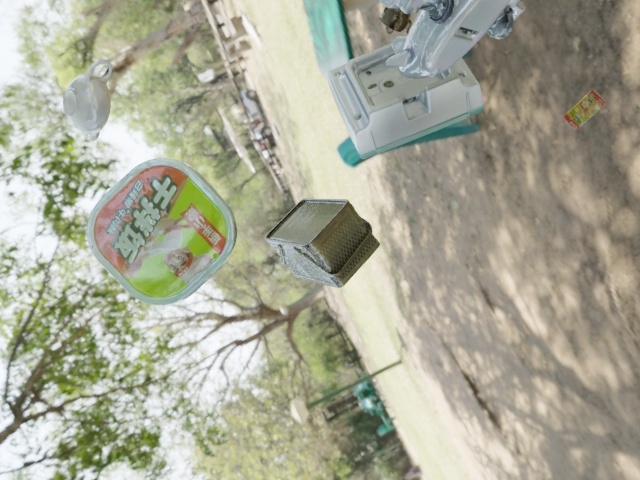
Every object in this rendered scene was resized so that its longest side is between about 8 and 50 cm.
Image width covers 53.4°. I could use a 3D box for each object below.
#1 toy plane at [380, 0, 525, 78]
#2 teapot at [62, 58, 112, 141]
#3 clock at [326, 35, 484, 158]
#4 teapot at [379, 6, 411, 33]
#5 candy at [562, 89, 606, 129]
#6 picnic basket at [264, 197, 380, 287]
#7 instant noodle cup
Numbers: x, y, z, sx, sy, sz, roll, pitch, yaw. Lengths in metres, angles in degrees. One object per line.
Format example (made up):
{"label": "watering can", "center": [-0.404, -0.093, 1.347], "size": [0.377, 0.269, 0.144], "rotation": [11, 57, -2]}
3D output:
{"label": "toy plane", "center": [0.212, -0.368, 1.039], "size": [0.267, 0.267, 0.122], "rotation": [70, 180, -67]}
{"label": "teapot", "center": [-0.569, -0.343, 1.556], "size": [0.145, 0.226, 0.092], "rotation": [47, -148, 24]}
{"label": "clock", "center": [0.159, -0.312, 1.263], "size": [0.116, 0.262, 0.231], "rotation": [66, -175, -54]}
{"label": "teapot", "center": [0.187, -0.530, 1.532], "size": [0.085, 0.080, 0.110], "rotation": [28, -143, -9]}
{"label": "candy", "center": [0.840, -0.416, 2.020], "size": [0.062, 0.122, 0.038], "rotation": [47, -141, 8]}
{"label": "picnic basket", "center": [0.000, 0.000, 1.551], "size": [0.139, 0.165, 0.267], "rotation": [51, 160, -23]}
{"label": "instant noodle cup", "center": [-0.317, -0.018, 1.394], "size": [0.294, 0.294, 0.308], "rotation": [62, 179, -1]}
